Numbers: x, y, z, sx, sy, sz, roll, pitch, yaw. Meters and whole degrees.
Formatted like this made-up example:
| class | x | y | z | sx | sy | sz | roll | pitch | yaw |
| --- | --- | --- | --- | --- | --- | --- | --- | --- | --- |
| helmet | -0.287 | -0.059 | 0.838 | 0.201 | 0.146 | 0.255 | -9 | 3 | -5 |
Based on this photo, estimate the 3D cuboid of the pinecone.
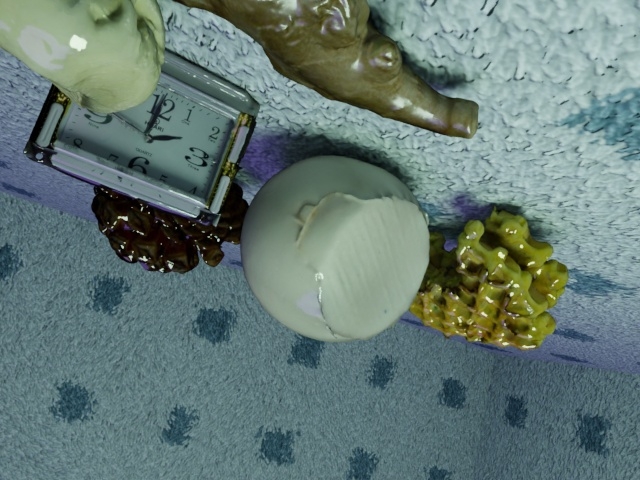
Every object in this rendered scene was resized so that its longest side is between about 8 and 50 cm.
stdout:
| class | x | y | z | sx | sy | sz | roll | pitch | yaw |
| --- | --- | --- | --- | --- | --- | --- | --- | --- | --- |
| pinecone | -0.308 | -0.054 | 0.980 | 0.296 | 0.242 | 0.298 | 0 | 166 | 44 |

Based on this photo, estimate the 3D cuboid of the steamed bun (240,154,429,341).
| class | x | y | z | sx | sy | sz | roll | pitch | yaw |
| --- | --- | --- | --- | --- | --- | --- | --- | --- | --- |
| steamed bun | 0.000 | 0.000 | 0.791 | 0.309 | 0.309 | 0.309 | 15 | 167 | 4 |

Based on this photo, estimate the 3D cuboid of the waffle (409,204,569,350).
| class | x | y | z | sx | sy | sz | roll | pitch | yaw |
| --- | --- | --- | --- | --- | --- | --- | --- | --- | --- |
| waffle | 0.262 | 0.067 | 0.879 | 0.261 | 0.151 | 0.324 | 55 | 158 | -14 |

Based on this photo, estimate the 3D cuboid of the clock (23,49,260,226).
| class | x | y | z | sx | sy | sz | roll | pitch | yaw |
| --- | --- | --- | --- | --- | --- | --- | --- | --- | --- |
| clock | -0.220 | -0.145 | 0.629 | 0.253 | 0.186 | 0.083 | 23 | 171 | -25 |

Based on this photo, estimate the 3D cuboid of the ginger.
| class | x | y | z | sx | sy | sz | roll | pitch | yaw |
| --- | --- | --- | --- | --- | --- | --- | --- | --- | --- |
| ginger | 0.000 | -0.185 | 0.447 | 0.333 | 0.080 | 0.166 | 18 | -176 | -38 |

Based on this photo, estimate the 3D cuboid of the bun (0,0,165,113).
| class | x | y | z | sx | sy | sz | roll | pitch | yaw |
| --- | --- | --- | --- | --- | --- | --- | --- | --- | --- |
| bun | -0.239 | -0.223 | 0.445 | 0.229 | 0.145 | 0.229 | 45 | 179 | 1 |
